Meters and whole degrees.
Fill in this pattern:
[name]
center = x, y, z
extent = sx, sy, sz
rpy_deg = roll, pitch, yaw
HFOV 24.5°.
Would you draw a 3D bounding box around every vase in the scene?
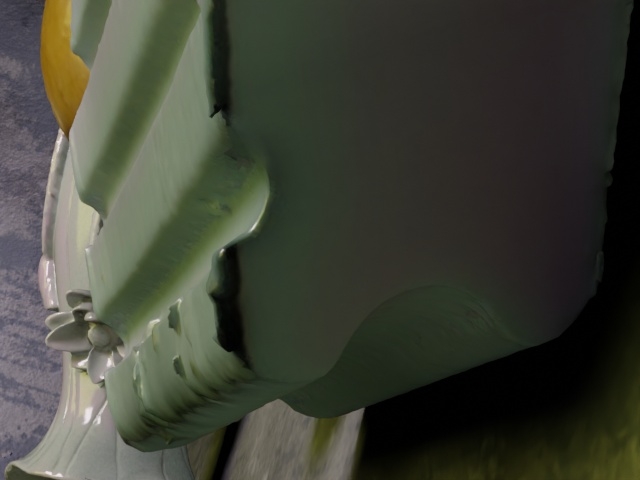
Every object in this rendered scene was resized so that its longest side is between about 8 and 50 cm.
[vase]
center = -0.153, 0.041, 1.377
extent = 0.250, 0.250, 0.446
rpy_deg = 133, 150, -70

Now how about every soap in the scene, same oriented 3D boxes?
[soap]
center = -0.013, -0.059, 0.632
extent = 0.446, 0.156, 0.261
rpy_deg = 136, 126, -73

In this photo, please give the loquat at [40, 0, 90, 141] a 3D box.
[loquat]
center = -0.075, -0.146, 1.118
extent = 0.275, 0.274, 0.275
rpy_deg = -162, 90, -82
